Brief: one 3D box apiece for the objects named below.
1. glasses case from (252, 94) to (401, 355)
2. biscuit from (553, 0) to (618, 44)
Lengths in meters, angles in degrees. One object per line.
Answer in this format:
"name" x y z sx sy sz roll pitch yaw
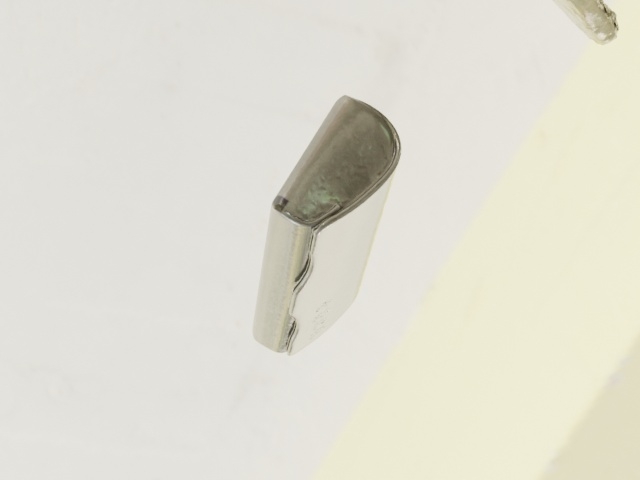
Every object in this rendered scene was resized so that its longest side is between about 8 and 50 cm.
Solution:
"glasses case" 0.000 0.000 0.924 0.072 0.042 0.190 -51 -9 -19
"biscuit" 0.084 -0.145 0.851 0.020 0.152 0.152 -41 -50 7
